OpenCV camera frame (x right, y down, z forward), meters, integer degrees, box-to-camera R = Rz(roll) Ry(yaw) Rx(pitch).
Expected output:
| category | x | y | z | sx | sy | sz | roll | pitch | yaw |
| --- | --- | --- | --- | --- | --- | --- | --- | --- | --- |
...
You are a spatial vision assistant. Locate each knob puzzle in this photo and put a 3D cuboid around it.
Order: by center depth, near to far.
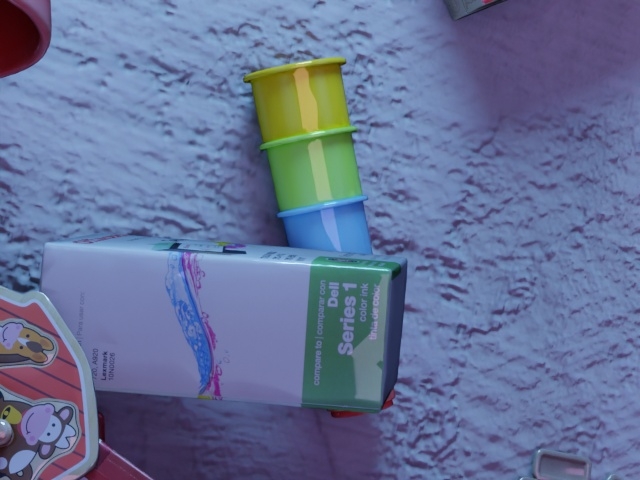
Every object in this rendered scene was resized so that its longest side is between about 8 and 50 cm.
| category | x | y | z | sx | sy | sz | roll | pitch | yaw |
| --- | --- | --- | --- | --- | --- | --- | --- | --- | --- |
| knob puzzle | -0.252 | 0.121 | 1.297 | 0.213 | 0.030 | 0.213 | 0 | 72 | 1 |

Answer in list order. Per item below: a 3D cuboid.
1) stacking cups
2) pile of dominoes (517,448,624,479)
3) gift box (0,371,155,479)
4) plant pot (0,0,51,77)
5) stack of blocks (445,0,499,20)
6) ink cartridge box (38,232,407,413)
| category | x | y | z | sx | sy | sz | roll | pitch | yaw |
| --- | --- | --- | --- | --- | --- | --- | --- | --- | --- |
| stacking cups | 0.000 | 0.000 | 1.571 | 0.096 | 0.096 | 0.316 | -9 | 92 | -15 |
| pile of dominoes | 0.219 | 0.328 | 1.644 | 0.196 | 0.040 | 0.251 | 38 | 71 | -9 |
| gift box | -0.248 | 0.239 | 1.411 | 0.276 | 0.258 | 0.255 | 38 | 77 | 13 |
| plant pot | -0.340 | -0.283 | 1.419 | 0.275 | 0.275 | 0.243 | 7 | 75 | -14 |
| stack of blocks | 0.235 | -0.341 | 1.648 | 0.297 | 0.087 | 0.171 | -23 | 93 | -14 |
| ink cartridge box | -0.076 | 0.062 | 1.441 | 0.278 | 0.201 | 0.117 | 4 | 93 | 6 |
